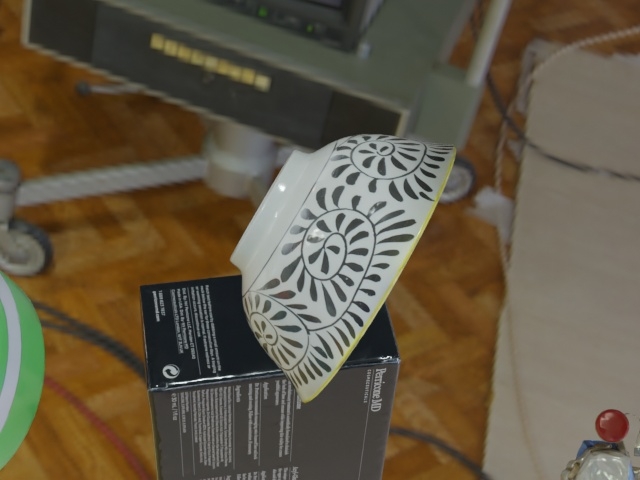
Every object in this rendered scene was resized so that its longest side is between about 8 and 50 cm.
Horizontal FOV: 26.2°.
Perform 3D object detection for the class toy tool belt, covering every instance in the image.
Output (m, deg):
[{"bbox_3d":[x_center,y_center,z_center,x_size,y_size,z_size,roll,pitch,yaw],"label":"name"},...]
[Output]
[{"bbox_3d":[0.169,0.140,0.820,0.052,0.083,0.051,4,0,9],"label":"toy tool belt"}]

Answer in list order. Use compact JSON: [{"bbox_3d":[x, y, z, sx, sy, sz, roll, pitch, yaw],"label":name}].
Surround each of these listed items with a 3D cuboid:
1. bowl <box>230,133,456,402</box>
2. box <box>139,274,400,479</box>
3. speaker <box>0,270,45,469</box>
[{"bbox_3d":[0.000,0.000,0.785,0.080,0.170,0.170,30,41,-3],"label":"bowl"},{"bbox_3d":[-0.044,0.140,1.097,0.184,0.261,0.103,-4,51,-7],"label":"box"},{"bbox_3d":[-0.246,0.028,0.528,0.296,0.131,0.131,26,20,-54],"label":"speaker"}]
